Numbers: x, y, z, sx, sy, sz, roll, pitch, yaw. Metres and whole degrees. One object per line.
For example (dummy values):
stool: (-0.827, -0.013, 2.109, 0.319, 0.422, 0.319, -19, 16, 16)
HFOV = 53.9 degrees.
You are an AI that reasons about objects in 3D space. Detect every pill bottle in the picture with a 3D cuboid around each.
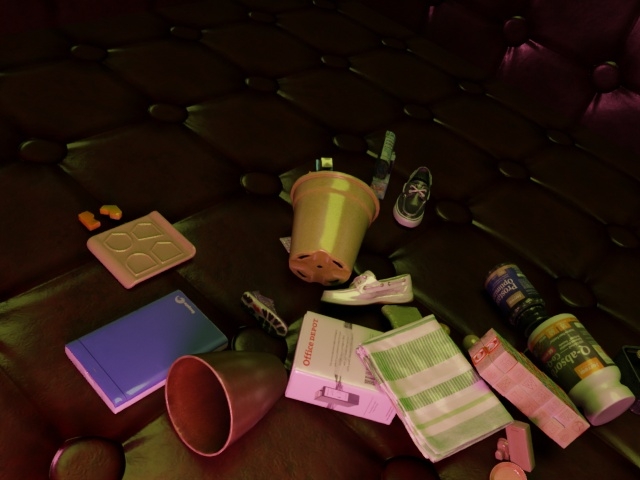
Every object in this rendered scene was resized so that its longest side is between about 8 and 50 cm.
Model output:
pill bottle: (0.598, 0.180, 1.904, 0.122, 0.123, 0.219, -5, 44, -24)
pill bottle: (0.709, 0.350, 1.719, 0.162, 0.162, 0.279, -6, 45, -25)

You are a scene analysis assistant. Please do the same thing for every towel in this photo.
towel: (0.243, 0.229, 1.768, 0.148, 0.027, 0.110, 9, 39, -40)
towel: (0.263, 0.334, 1.478, 0.247, 0.038, 0.325, -17, 52, -25)

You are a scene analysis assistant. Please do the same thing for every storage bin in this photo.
storage bin: (0.925, 0.400, 1.798, 0.121, 0.084, 0.180, 7, 40, -11)

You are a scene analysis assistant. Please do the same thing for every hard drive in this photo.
hard drive: (-0.414, 0.255, 1.522, 0.210, 0.040, 0.318, 39, 45, 25)

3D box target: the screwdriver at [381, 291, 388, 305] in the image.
screwdriver: (0.202, 0.200, 1.822, 0.025, 0.024, 0.170, -4, 39, -8)

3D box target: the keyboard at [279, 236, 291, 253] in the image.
keyboard: (0.000, 0.000, 1.985, 0.255, 0.014, 0.072, -8, 46, -27)

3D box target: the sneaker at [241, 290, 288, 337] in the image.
sneaker: (-0.138, 0.187, 1.682, 0.071, 0.068, 0.170, -18, 50, -42)

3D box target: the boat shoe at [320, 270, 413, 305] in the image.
boat shoe: (0.131, 0.133, 1.783, 0.276, 0.096, 0.098, -2, 2, -20)

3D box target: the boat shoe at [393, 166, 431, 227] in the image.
boat shoe: (0.336, -0.162, 2.220, 0.108, 0.102, 0.301, 23, 40, 7)

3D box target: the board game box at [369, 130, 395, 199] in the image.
board game box: (0.225, -0.255, 2.255, 0.060, 0.194, 0.194, 16, 54, 0)

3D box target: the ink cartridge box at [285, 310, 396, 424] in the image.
ink cartridge box: (0.066, 0.314, 1.567, 0.272, 0.115, 0.198, 16, 40, -3)

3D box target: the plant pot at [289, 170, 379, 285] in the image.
plant pot: (0.021, -0.018, 1.834, 0.275, 0.276, 0.254, 15, 56, -3)

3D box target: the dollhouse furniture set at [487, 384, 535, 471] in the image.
dollhouse furniture set: (0.464, 0.448, 1.533, 0.123, 0.144, 0.151, -24, 18, -39)

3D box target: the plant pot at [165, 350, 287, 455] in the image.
plant pot: (-0.189, 0.332, 1.409, 0.215, 0.216, 0.230, 41, 31, 26)

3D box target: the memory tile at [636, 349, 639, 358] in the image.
memory tile: (0.975, 0.365, 1.780, 0.147, 0.012, 0.113, 11, 40, -9)

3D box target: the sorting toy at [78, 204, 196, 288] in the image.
sorting toy: (-0.534, -0.002, 1.784, 0.307, 0.041, 0.229, 39, 49, 25)

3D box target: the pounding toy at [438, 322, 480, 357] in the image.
pounding toy: (0.325, 0.276, 1.656, 0.236, 0.110, 0.183, 2, 22, -2)

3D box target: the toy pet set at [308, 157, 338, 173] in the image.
toy pet set: (0.008, -0.234, 2.241, 0.122, 0.065, 0.114, 0, 77, -15)

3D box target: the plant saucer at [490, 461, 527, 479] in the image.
plant saucer: (0.438, 0.562, 1.469, 0.083, 0.015, 0.084, -5, 62, 10)

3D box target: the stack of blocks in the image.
stack of blocks: (0.506, 0.354, 1.560, 0.297, 0.087, 0.171, 41, 12, -11)
